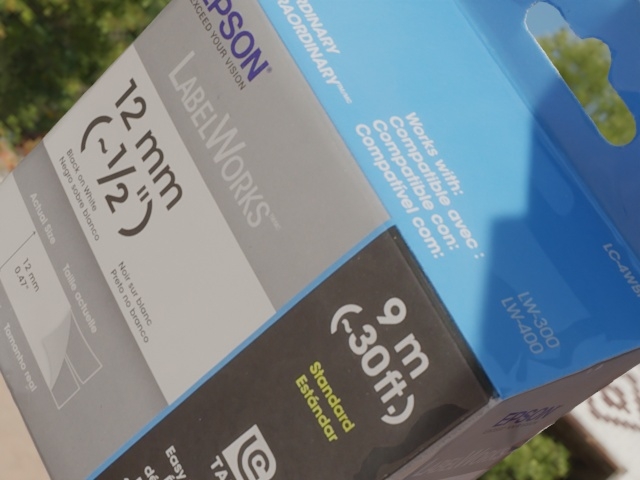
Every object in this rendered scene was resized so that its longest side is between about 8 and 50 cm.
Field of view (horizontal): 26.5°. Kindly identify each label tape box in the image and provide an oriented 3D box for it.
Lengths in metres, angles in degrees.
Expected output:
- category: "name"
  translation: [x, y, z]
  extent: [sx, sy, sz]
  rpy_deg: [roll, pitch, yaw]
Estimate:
- category: "label tape box"
  translation: [0.000, 0.000, 0.632]
  extent: [0.115, 0.347, 0.249]
  rpy_deg: [3, 51, -53]
